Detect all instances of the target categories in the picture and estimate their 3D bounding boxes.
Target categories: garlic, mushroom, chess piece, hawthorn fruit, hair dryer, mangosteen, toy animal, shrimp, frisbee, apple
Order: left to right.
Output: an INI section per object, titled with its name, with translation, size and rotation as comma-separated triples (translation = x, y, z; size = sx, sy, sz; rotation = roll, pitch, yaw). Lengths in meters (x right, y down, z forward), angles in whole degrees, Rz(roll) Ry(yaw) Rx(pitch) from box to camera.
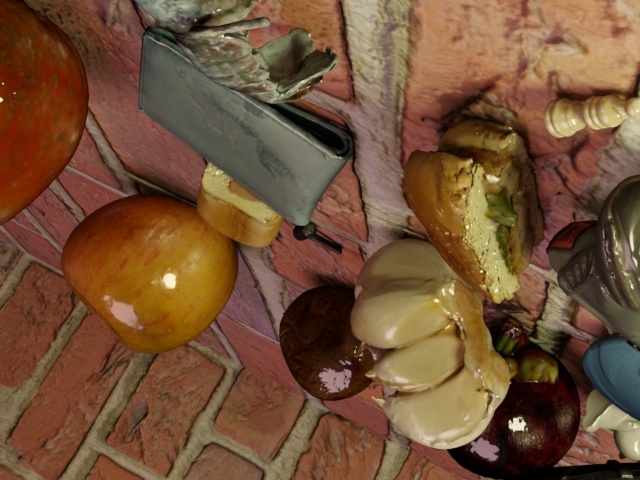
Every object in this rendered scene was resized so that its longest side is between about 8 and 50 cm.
[hawthorn fruit]
translation = -0.529, -0.177, 1.364
size = 0.403, 0.403, 0.403
rotation = 27, 163, 9
[apple]
translation = -0.303, 0.048, 1.887
size = 0.299, 0.275, 0.299
rotation = 40, 168, 11
[shrimp]
translation = -0.094, -0.236, 0.884
size = 0.221, 0.166, 0.410
rotation = 51, 171, 31
[hair dryer]
translation = 0.000, 0.000, 1.636
size = 0.083, 0.026, 0.047
rotation = 31, 165, -17
[mushroom]
translation = 0.013, 0.174, 1.835
size = 0.231, 0.194, 0.138
rotation = -4, 145, 44
[garlic]
translation = 0.143, 0.136, 1.451
size = 0.203, 0.185, 0.281
rotation = -25, 94, 28
[mangosteen]
translation = 0.277, 0.230, 1.564
size = 0.228, 0.228, 0.265
rotation = 18, 128, 34
[chess piece]
translation = 0.238, -0.110, 0.901
size = 0.035, 0.035, 0.092
rotation = 39, 157, -29
[toy animal]
translation = 0.484, 0.279, 1.578
size = 0.182, 0.131, 0.127
rotation = 45, -169, -23
[frisbee]
translation = 0.479, 0.216, 1.370
size = 0.289, 0.049, 0.289
rotation = 24, 156, 11

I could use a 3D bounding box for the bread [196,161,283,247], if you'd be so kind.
[bread]
translation = -0.112, -0.060, 1.536
size = 0.134, 0.085, 0.173
rotation = 27, 162, -3

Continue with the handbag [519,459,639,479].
[handbag]
translation = 0.402, 0.376, 1.570
size = 0.254, 0.089, 0.211
rotation = -8, 173, 5

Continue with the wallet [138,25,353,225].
[wallet]
translation = -0.105, -0.145, 1.337
size = 0.290, 0.054, 0.251
rotation = 35, 159, -2

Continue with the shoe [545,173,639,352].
[shoe]
translation = 0.299, 0.015, 1.036
size = 0.171, 0.132, 0.336
rotation = 29, 169, 36

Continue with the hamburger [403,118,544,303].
[hamburger]
translation = 0.156, -0.033, 1.102
size = 0.131, 0.124, 0.262
rotation = 22, 161, 26
